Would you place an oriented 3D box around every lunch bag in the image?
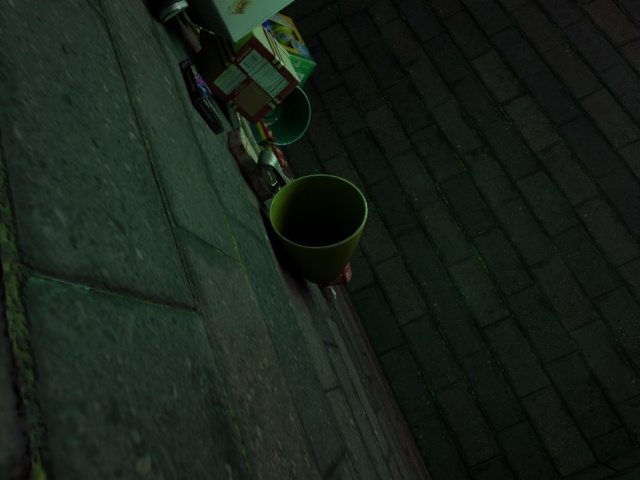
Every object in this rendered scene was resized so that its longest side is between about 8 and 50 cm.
[{"bbox_3d":[0.054,0.057,1.812,0.293,0.120,0.259,-12,90,-84],"label":"lunch bag"}]

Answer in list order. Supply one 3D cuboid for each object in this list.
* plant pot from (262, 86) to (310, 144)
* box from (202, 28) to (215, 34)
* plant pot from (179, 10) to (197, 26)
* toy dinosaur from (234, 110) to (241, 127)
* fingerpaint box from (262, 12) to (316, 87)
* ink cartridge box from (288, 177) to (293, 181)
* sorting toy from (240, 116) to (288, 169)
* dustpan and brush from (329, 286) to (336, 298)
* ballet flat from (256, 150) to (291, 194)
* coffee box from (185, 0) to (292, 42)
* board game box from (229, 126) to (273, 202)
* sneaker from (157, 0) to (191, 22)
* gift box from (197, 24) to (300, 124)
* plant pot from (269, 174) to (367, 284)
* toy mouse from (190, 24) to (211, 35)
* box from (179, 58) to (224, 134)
[{"bbox_3d":[-0.229,-0.652,2.128,0.235,0.292,0.293,43,-15,54],"label":"plant pot"},{"bbox_3d":[-0.489,-0.967,1.717,0.262,0.126,0.231,55,12,-64],"label":"box"},{"bbox_3d":[-0.432,-0.907,1.424,0.229,0.263,0.263,47,2,7],"label":"plant pot"},{"bbox_3d":[-0.309,-0.524,1.569,0.112,0.064,0.212,23,61,-33],"label":"toy dinosaur"},{"bbox_3d":[-0.289,-0.963,2.033,0.444,0.163,0.371,0,56,-40],"label":"fingerpaint box"},{"bbox_3d":[-0.101,-0.132,1.840,0.193,0.088,0.235,60,5,-38],"label":"ink cartridge box"},{"bbox_3d":[-0.228,-0.396,1.794,0.256,0.089,0.257,64,4,-6],"label":"sorting toy"},{"bbox_3d":[0.040,0.189,2.006,0.211,0.060,0.147,56,19,-21],"label":"dustpan and brush"},{"bbox_3d":[-0.134,-0.175,1.266,0.213,0.072,0.068,60,36,-50],"label":"ballet flat"},{"bbox_3d":[-0.250,-0.807,1.155,0.338,0.337,0.334,42,-12,42],"label":"coffee box"},{"bbox_3d":[-0.210,-0.231,1.284,0.147,0.045,0.194,-109,173,-57],"label":"board game box"},{"bbox_3d":[-0.403,-0.645,1.053,0.164,0.086,0.226,59,8,-38],"label":"sneaker"},{"bbox_3d":[-0.243,-0.592,1.382,0.276,0.255,0.258,40,23,-46],"label":"gift box"},{"bbox_3d":[0.000,0.000,1.296,0.294,0.274,0.275,85,-15,-53],"label":"plant pot"},{"bbox_3d":[-0.455,-0.826,1.622,0.161,0.031,0.143,68,24,-43],"label":"toy mouse"},{"bbox_3d":[-0.297,-0.362,1.070,0.116,0.029,0.162,57,9,-63],"label":"box"}]
